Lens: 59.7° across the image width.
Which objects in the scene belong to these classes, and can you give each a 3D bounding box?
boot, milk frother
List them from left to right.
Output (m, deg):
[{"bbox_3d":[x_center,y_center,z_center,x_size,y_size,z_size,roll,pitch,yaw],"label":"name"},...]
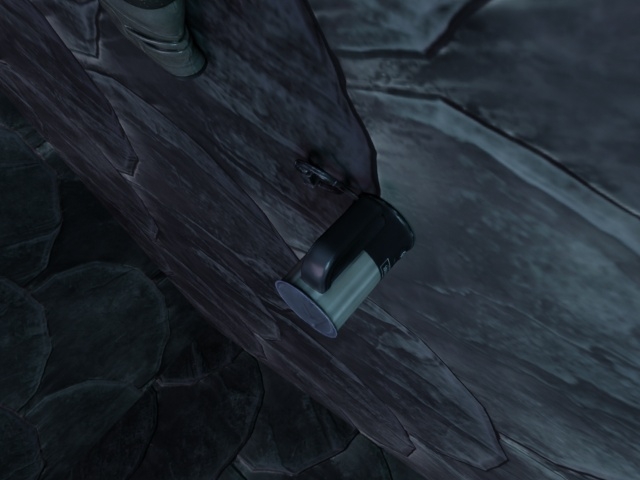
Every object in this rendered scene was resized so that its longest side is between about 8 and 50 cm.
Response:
[{"bbox_3d":[-0.223,-0.269,0.562,0.246,0.083,0.161,42,166,6],"label":"boot"},{"bbox_3d":[0.000,0.000,0.590,0.143,0.135,0.129,28,155,35],"label":"milk frother"}]
